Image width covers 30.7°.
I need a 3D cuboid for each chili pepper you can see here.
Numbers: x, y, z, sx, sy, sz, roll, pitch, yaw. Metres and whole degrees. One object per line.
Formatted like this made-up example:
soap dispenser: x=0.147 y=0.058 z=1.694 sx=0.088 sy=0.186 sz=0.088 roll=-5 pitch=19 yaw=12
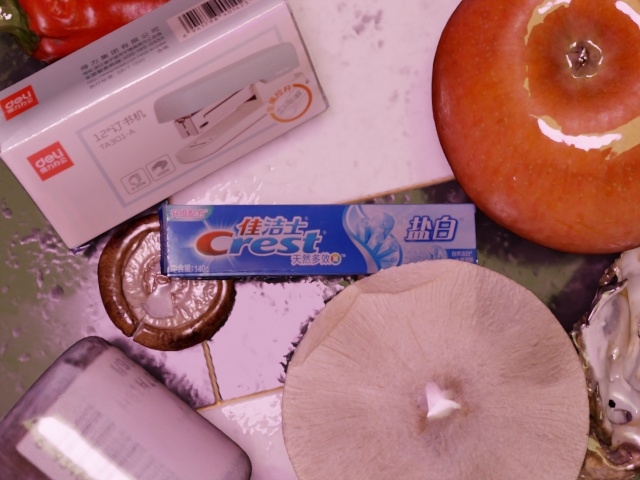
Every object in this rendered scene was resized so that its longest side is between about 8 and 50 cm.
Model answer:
chili pepper: x=-0.212 y=-0.219 z=0.992 sx=0.338 sy=0.134 sz=0.131 roll=-27 pitch=45 yaw=-7

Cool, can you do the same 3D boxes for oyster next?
oyster: x=0.311 y=0.103 z=1.016 sx=0.223 sy=0.083 sz=0.214 roll=-2 pitch=91 yaw=-13

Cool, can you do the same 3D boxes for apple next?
apple: x=0.218 y=-0.127 z=0.969 sx=0.252 sy=0.206 sz=0.271 roll=17 pitch=86 yaw=2

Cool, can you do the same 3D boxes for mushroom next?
mushroom: x=-0.135 y=0.036 z=1.017 sx=0.123 sy=0.052 sz=0.123 roll=1 pitch=84 yaw=-9

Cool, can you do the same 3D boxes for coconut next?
coconut: x=0.090 y=0.135 z=0.912 sx=0.238 sy=0.266 sz=0.237 roll=-1 pitch=84 yaw=6

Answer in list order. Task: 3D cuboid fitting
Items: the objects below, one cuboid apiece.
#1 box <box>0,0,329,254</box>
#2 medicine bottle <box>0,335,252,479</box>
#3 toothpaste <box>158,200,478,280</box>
box: x=-0.136 y=-0.111 z=0.983 sx=0.269 sy=0.135 sz=0.079 roll=-29 pitch=48 yaw=-4
medicine bottle: x=-0.133 y=0.219 z=0.948 sx=0.273 sy=0.165 sz=0.165 roll=39 pitch=85 yaw=0
toothpaste: x=0.000 y=0.000 z=1.000 sx=0.272 sy=0.053 sz=0.066 roll=0 pitch=87 yaw=-13
